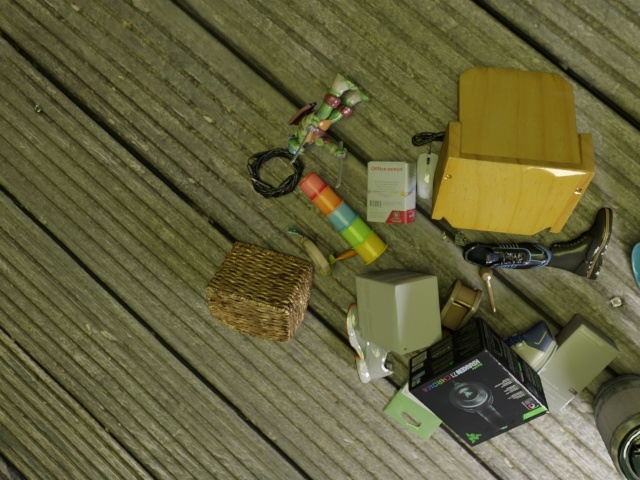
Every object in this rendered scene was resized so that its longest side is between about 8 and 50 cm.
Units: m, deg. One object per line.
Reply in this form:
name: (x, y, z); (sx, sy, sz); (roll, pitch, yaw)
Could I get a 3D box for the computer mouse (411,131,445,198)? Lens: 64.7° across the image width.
computer mouse: (0.312, -0.215, 1.451); (0.106, 0.042, 0.193); (3, 101, 15)

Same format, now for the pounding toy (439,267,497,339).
pounding toy: (0.424, 0.205, 1.436); (0.154, 0.154, 0.270); (26, 107, 11)

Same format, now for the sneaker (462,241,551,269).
sneaker: (0.512, 0.046, 1.400); (0.232, 0.090, 0.081); (1, 101, 25)

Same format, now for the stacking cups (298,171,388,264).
stacking cups: (0.065, -0.074, 1.508); (0.096, 0.096, 0.316); (-41, 92, 19)

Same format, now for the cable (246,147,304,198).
cable: (-0.139, -0.210, 1.582); (0.184, 0.047, 0.151); (-8, 98, 17)

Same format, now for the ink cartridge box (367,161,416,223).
ink cartridge box: (0.207, -0.141, 1.464); (0.127, 0.072, 0.175); (7, 102, 33)

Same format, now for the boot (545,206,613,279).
boot: (0.695, -0.001, 1.364); (0.137, 0.077, 0.198); (13, 102, 19)

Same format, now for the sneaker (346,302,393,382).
sneaker: (0.156, 0.311, 1.576); (0.121, 0.099, 0.263); (-13, 104, 11)

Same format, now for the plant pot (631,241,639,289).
plant pot: (0.957, 0.074, 1.213); (0.255, 0.271, 0.272); (-23, 93, 4)

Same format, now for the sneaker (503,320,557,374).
sneaker: (0.505, 0.332, 1.450); (0.182, 0.127, 0.315); (41, 110, 4)

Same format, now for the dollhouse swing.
dollhouse swing: (0.490, -0.239, 1.354); (0.346, 0.305, 0.315); (5, 141, 3)

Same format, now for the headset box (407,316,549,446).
headset box: (0.416, 0.386, 1.337); (0.283, 0.131, 0.246); (44, 118, -15)

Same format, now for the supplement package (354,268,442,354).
supplement package: (0.219, 0.194, 1.445); (0.203, 0.149, 0.194); (7, 105, 61)

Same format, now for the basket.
basket: (-0.188, 0.175, 1.645); (0.299, 0.223, 0.213); (14, 137, 13)

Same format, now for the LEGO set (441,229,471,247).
LEGO set: (0.396, -0.002, 1.475); (0.083, 0.023, 0.054); (-6, 98, 17)

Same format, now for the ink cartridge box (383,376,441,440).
ink cartridge box: (0.324, 0.508, 1.576); (0.171, 0.056, 0.235); (33, 105, 8)

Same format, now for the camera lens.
camera lens: (0.845, 0.495, 1.302); (0.219, 0.274, 0.219); (3, 101, 16)

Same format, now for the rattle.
rattle: (0.000, 0.000, 1.571); (0.143, 0.130, 0.200); (-42, 60, 8)

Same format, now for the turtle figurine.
turtle figurine: (0.036, -0.314, 1.438); (0.197, 0.275, 0.266); (32, 106, -27)

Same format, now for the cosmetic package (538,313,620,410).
cosmetic package: (0.693, 0.339, 1.410); (0.127, 0.107, 0.238); (36, 111, 10)
